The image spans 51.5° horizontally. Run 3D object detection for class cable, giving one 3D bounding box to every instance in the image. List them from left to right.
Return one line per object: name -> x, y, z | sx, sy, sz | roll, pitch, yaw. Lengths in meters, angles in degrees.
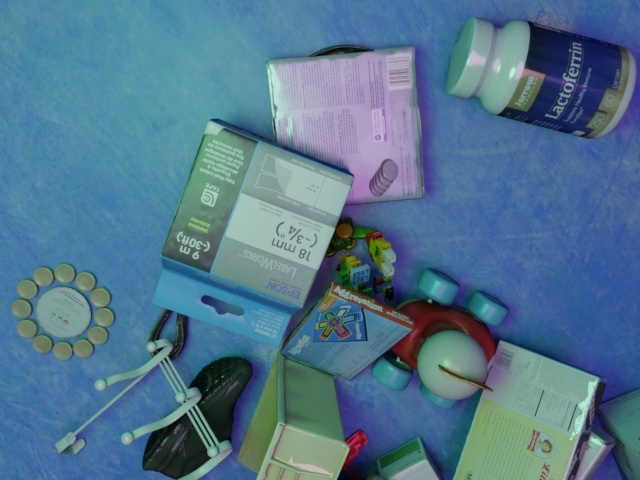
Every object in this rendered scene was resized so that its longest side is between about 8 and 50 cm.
cable -> -0.240, 0.089, 1.170 | 0.139, 0.072, 0.287 | 36, 98, -9

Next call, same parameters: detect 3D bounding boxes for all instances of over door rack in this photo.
over door rack -> -0.325, 0.361, 1.139 | 0.324, 0.108, 0.240 | -46, 63, 16

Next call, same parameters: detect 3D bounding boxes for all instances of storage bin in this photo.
storage bin -> -0.062, 0.376, 1.151 | 0.123, 0.262, 0.261 | 20, 102, -9

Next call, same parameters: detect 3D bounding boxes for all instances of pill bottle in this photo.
pill bottle -> 0.347, -0.264, 1.067 | 0.264, 0.153, 0.153 | 13, 103, -5

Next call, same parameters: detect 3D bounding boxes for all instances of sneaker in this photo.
sneaker -> -0.205, 0.332, 1.227 | 0.130, 0.109, 0.286 | 35, 107, -19

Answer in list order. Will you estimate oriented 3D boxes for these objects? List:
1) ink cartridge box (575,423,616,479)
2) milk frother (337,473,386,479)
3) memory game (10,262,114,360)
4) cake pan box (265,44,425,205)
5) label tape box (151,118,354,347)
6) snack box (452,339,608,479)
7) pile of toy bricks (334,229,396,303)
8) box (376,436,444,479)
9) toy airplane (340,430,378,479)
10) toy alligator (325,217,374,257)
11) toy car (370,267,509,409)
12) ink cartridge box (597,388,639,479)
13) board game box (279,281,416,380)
ink cartridge box -> 0.412, 0.405, 1.224 | 0.154, 0.093, 0.213 | 36, 104, 35
milk frother -> 0.061, 0.463, 1.172 | 0.129, 0.134, 0.143 | 33, 141, 23
memory game -> -0.466, 0.130, 1.203 | 0.186, 0.012, 0.186 | 0, 103, -1
cake pan box -> 0.042, -0.191, 1.117 | 0.245, 0.070, 0.267 | -8, 104, -2
label tape box -> -0.117, 0.005, 1.066 | 0.240, 0.106, 0.334 | 20, 100, -7
snack box -> 0.359, 0.360, 1.174 | 0.060, 0.187, 0.322 | 18, 91, -50
pile of toy bricks -> 0.059, 0.073, 1.164 | 0.118, 0.105, 0.212 | -16, 137, -18
box -> 0.175, 0.455, 1.267 | 0.101, 0.087, 0.102 | -29, 103, 5
toy airplane -> 0.052, 0.446, 1.291 | 0.151, 0.028, 0.151 | 0, 105, -1
toy alligator -> 0.000, 0.000, 1.172 | 0.189, 0.056, 0.051 | -20, 62, 4
toy car -> 0.230, 0.204, 1.121 | 0.210, 0.238, 0.219 | 24, 101, -17
ink cartridge box -> 0.638, 0.430, 1.165 | 0.128, 0.307, 0.223 | -24, 104, 4
board game box -> 0.036, 0.163, 1.125 | 0.145, 0.281, 0.027 | 23, 57, -8
